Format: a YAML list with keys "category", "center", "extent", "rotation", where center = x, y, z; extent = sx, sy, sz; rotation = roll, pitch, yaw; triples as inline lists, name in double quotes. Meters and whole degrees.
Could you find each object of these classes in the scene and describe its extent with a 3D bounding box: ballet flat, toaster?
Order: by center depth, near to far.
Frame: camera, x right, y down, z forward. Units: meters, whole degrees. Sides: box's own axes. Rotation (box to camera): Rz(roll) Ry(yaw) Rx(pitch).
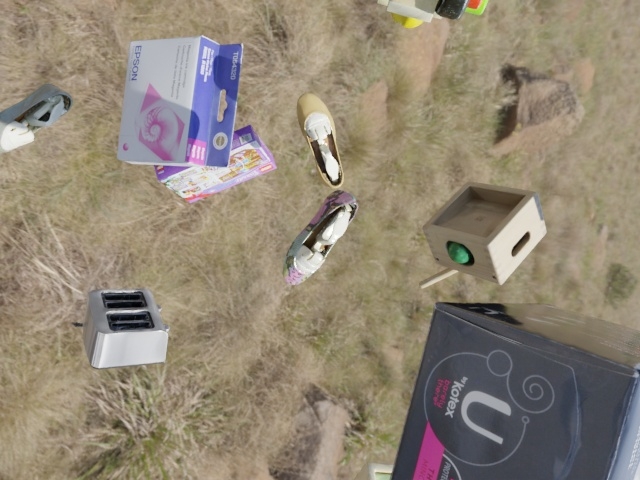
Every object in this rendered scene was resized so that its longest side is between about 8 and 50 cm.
- category: "ballet flat"
  center: [-0.557, -0.224, 0.958]
  extent: [0.213, 0.068, 0.072]
  rotation: [-60, 171, -34]
- category: "ballet flat"
  center: [0.000, 0.000, 1.005]
  extent: [0.077, 0.079, 0.221]
  rotation: [33, 94, -28]
- category: "toaster"
  center: [-0.451, 0.198, 1.150]
  extent: [0.185, 0.168, 0.110]
  rotation: [3, 119, -33]
- category: "ballet flat"
  center: [0.009, -0.227, 1.173]
  extent: [0.080, 0.073, 0.232]
  rotation: [-23, 116, -4]

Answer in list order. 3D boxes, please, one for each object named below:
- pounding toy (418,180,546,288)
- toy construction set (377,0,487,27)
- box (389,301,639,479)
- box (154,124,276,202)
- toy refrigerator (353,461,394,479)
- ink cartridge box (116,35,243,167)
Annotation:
- category: "pounding toy"
  center: [0.212, 0.004, 0.698]
  extent: [0.141, 0.130, 0.100]
  rotation: [-42, 124, -21]
- category: "toy construction set"
  center: [0.081, -0.273, 0.319]
  extent: [0.328, 0.151, 0.215]
  rotation: [47, 58, -71]
- category: "box"
  center: [0.201, 0.149, 0.434]
  extent: [0.270, 0.143, 0.165]
  rotation: [9, 95, -48]
- category: "box"
  center: [-0.292, -0.212, 1.445]
  extent: [0.201, 0.293, 0.057]
  rotation: [51, 18, -72]
- category: "toy refrigerator"
  center: [0.190, 0.422, 0.787]
  extent: [0.102, 0.269, 0.094]
  rotation: [-94, -160, -50]
- category: "ink cartridge box"
  center: [-0.372, -0.358, 1.312]
  extent: [0.071, 0.330, 0.324]
  rotation: [8, 88, -65]
